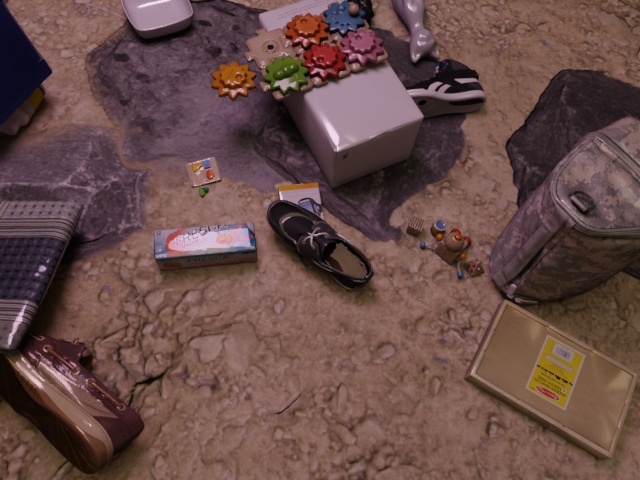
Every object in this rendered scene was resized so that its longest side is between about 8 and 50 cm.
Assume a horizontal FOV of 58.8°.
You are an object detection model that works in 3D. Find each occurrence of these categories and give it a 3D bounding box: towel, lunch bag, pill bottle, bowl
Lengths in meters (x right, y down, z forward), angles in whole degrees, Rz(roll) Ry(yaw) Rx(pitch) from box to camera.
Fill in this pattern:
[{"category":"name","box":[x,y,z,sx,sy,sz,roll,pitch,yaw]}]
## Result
[{"category":"towel","box":[-0.597,0.052,0.948,0.325,0.056,0.312,2,51,4]},{"category":"lunch bag","box":[0.452,-0.027,1.000,0.256,0.305,0.212,-24,67,-19]},{"category":"pill bottle","box":[-0.610,-0.272,1.145,0.065,0.065,0.116,15,64,2]},{"category":"bowl","box":[-0.368,-0.518,1.286,0.142,0.053,0.142,-21,69,-15]}]

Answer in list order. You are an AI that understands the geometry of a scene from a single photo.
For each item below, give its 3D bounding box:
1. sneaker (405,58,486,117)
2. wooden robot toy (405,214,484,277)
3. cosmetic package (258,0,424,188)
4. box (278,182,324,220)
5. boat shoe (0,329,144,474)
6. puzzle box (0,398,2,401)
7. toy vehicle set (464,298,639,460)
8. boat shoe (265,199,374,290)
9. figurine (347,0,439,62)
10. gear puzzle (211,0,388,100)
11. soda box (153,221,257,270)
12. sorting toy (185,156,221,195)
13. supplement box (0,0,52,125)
[{"category":"sneaker","box":[0.247,-0.339,1.250,0.217,0.079,0.121,-4,62,-16]},{"category":"wooden robot toy","box":[0.251,-0.003,1.088,0.173,0.079,0.076,40,68,12]},{"category":"cosmetic package","box":[0.030,-0.316,1.171,0.197,0.155,0.365,-21,70,-13]},{"category":"box","box":[-0.036,-0.046,1.112,0.081,0.028,0.136,-6,68,-7]},{"category":"boat shoe","box":[-0.425,0.221,0.922,0.342,0.123,0.123,32,36,21]},{"category":"puzzle box","box":[-0.753,0.210,0.888,0.409,0.052,0.272,37,55,12]},{"category":"toy vehicle set","box":[0.412,0.242,1.012,0.267,0.035,0.166,30,67,9]},{"category":"boat shoe","box":[0.000,0.000,1.043,0.233,0.079,0.084,39,78,1]},{"category":"figurine","box":[0.162,-0.496,1.313,0.215,0.092,0.209,-9,74,-10]},{"category":"gear puzzle","box":[-0.054,-0.362,1.083,0.339,0.044,0.175,-23,69,-8]},{"category":"soda box","box":[-0.211,0.011,1.049,0.183,0.063,0.058,-6,67,-8]},{"category":"sorting toy","box":[-0.231,-0.128,1.140,0.062,0.012,0.083,-15,67,-12]},{"category":"supplement box","box":[-0.737,-0.367,1.066,0.357,0.194,0.195,20,64,19]}]
